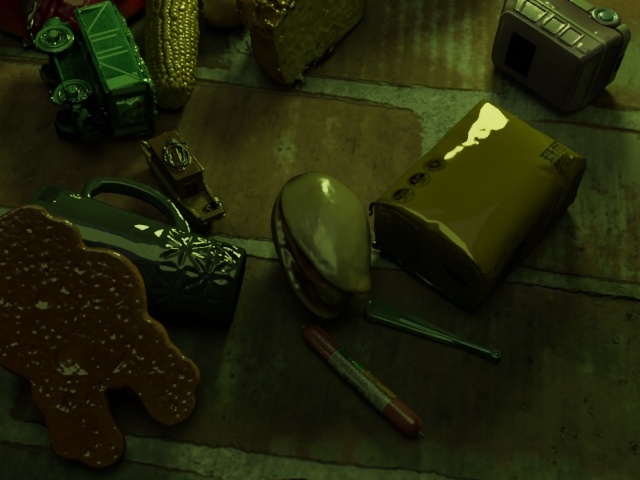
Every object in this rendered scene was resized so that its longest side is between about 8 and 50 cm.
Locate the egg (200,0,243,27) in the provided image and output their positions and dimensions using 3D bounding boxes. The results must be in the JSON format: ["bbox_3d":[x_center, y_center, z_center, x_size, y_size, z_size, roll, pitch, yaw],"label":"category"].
[{"bbox_3d":[-0.155,-0.400,1.690,0.096,0.080,0.080,4,51,-12],"label":"egg"}]

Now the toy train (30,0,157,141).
[{"bbox_3d":[-0.356,-0.258,1.555,0.154,0.115,0.269,-14,50,-18],"label":"toy train"}]

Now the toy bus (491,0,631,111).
[{"bbox_3d":[0.375,-0.321,1.604,0.142,0.142,0.202,-35,61,-26],"label":"toy bus"}]

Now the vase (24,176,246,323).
[{"bbox_3d":[-0.251,0.020,1.322,0.301,0.156,0.251,13,49,1],"label":"vase"}]

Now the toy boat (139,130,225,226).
[{"bbox_3d":[-0.201,-0.093,1.446,0.057,0.077,0.200,-25,56,-21],"label":"toy boat"}]

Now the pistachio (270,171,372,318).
[{"bbox_3d":[0.000,0.000,1.344,0.144,0.144,0.215,-8,50,-8],"label":"pistachio"}]

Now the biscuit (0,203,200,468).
[{"bbox_3d":[-0.296,0.109,1.215,0.202,0.047,0.334,-34,89,-10],"label":"biscuit"}]

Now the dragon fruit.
[{"bbox_3d":[-0.431,-0.449,1.713,0.343,0.100,0.282,-3,56,-3],"label":"dragon fruit"}]

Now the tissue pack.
[{"bbox_3d":[0.221,-0.055,1.394,0.192,0.134,0.271,33,58,21],"label":"tissue pack"}]

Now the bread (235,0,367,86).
[{"bbox_3d":[-0.042,-0.386,1.640,0.147,0.160,0.260,24,58,26],"label":"bread"}]

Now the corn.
[{"bbox_3d":[-0.241,-0.325,1.622,0.091,0.091,0.260,-4,54,-3],"label":"corn"}]

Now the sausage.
[{"bbox_3d":[0.051,0.177,1.273,0.029,0.029,0.223,-36,61,-26],"label":"sausage"}]

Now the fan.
[{"bbox_3d":[0.150,0.121,1.329,0.193,0.016,0.038,20,52,14],"label":"fan"}]
